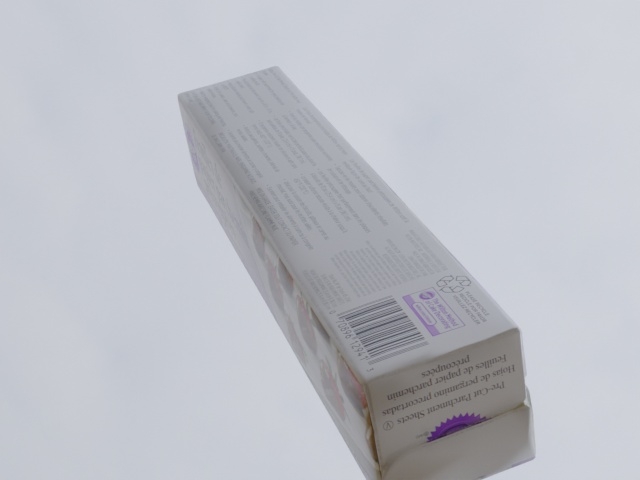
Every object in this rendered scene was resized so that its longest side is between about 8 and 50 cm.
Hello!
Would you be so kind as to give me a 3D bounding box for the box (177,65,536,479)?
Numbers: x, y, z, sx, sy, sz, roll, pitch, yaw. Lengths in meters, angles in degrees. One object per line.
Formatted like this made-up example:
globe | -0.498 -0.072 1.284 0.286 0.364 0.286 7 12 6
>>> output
box | 0.000 0.000 0.564 0.324 0.067 0.063 -128 -157 -59
